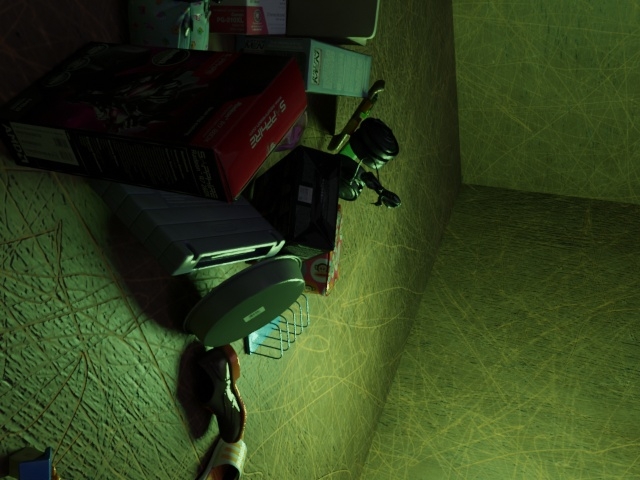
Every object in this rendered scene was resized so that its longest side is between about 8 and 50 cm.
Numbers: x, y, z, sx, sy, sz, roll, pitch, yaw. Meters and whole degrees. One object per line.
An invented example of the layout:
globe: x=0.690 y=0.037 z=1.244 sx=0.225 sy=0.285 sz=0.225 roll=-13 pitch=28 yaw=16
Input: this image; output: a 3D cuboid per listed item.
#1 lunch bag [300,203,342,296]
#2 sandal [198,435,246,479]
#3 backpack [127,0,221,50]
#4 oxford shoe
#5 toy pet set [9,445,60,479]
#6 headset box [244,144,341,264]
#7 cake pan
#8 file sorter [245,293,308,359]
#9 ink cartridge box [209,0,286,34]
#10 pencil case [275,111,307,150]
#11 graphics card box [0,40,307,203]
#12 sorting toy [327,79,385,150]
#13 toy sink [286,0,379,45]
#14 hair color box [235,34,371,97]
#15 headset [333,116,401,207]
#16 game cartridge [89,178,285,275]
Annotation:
lunch bag: x=0.000 y=0.000 z=1.800 sx=0.293 sy=0.120 sz=0.258 roll=-56 pitch=152 yaw=-76
sandal: x=-0.235 y=0.576 z=1.598 sx=0.102 sy=0.076 sz=0.265 roll=78 pitch=31 yaw=-42
backpack: x=-0.258 y=-0.362 z=1.107 sx=0.115 sy=0.152 sz=0.182 roll=-41 pitch=148 yaw=-49
oxford shoe: x=-0.241 y=0.368 z=1.511 sx=0.098 sy=0.097 sz=0.271 roll=-25 pitch=119 yaw=-40
toy pet set: x=-0.448 y=0.387 z=1.031 sx=0.122 sy=0.065 sz=0.114 roll=-20 pitch=118 yaw=-65
headset box: x=-0.073 y=-0.061 z=1.478 sx=0.110 sy=0.293 sz=0.218 roll=13 pitch=72 yaw=-25
cake pan: x=-0.154 y=0.138 z=1.406 sx=0.293 sy=0.054 sz=0.293 roll=-30 pitch=161 yaw=-12
file sorter: x=-0.113 y=0.217 z=1.709 sx=0.170 sy=0.104 sz=0.118 roll=-44 pitch=138 yaw=-54
ink cartridge box: x=-0.148 y=-0.544 z=1.320 sx=0.172 sy=0.100 sz=0.237 roll=-35 pitch=131 yaw=-60
pencil case: x=-0.167 y=-0.214 z=1.241 sx=0.386 sy=0.160 sz=0.167 roll=-41 pitch=135 yaw=-58
graphics card box: x=-0.235 y=-0.180 z=0.913 sx=0.094 sy=0.371 sz=0.233 roll=78 pitch=32 yaw=-42
sorting toy: x=0.106 y=-0.342 z=1.822 sx=0.229 sy=0.041 sz=0.307 roll=-50 pitch=-172 yaw=19
toy sink: x=0.051 y=-0.571 z=1.613 sx=0.131 sy=0.234 sz=0.152 roll=-13 pitch=110 yaw=-65
hair color box: x=-0.030 y=-0.409 z=1.547 sx=0.374 sy=0.185 sz=0.113 roll=-20 pitch=118 yaw=-64
headset: x=0.122 y=-0.195 z=1.754 sx=0.243 sy=0.185 sz=0.394 roll=-48 pitch=-167 yaw=11
game cartridge: x=-0.229 y=-0.046 z=1.189 sx=0.068 sy=0.230 sz=0.355 roll=-54 pitch=164 yaw=18
